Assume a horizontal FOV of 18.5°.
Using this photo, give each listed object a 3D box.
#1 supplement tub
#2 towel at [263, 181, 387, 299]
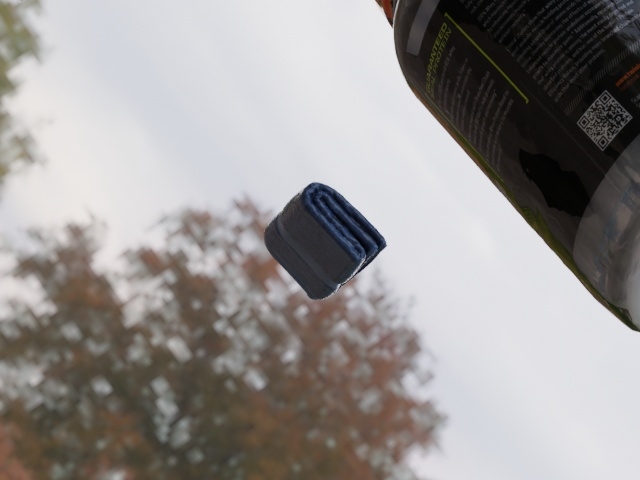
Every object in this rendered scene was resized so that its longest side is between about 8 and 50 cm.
[{"bbox_3d":[0.188,-0.113,1.340,0.338,0.207,0.207,52,-13,34],"label":"supplement tub"},{"bbox_3d":[0.000,0.000,1.302,0.067,0.029,0.119,47,-20,0],"label":"towel"}]
